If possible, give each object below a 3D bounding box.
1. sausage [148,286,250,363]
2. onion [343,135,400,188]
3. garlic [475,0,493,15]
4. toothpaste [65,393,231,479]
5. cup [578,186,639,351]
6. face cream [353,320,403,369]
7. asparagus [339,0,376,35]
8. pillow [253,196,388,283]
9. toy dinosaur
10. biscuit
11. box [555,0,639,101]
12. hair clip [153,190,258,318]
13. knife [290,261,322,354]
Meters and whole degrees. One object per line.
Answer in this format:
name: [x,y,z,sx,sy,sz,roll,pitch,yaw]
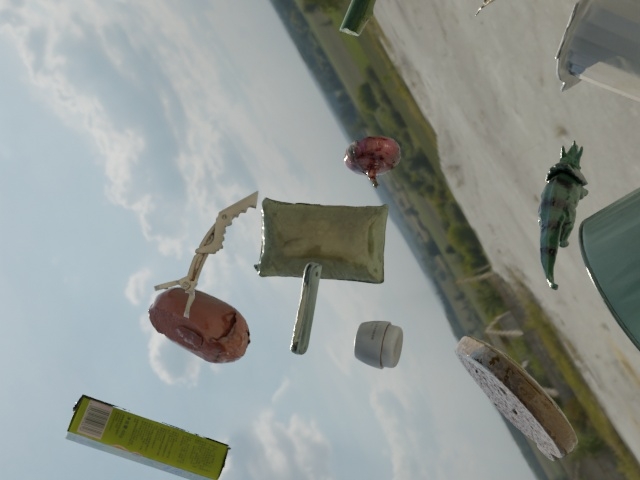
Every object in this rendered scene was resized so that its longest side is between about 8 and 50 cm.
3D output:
sausage: [-0.297,0.208,1.698,0.279,0.152,0.152,22,169,25]
onion: [0.137,-0.191,1.753,0.150,0.150,0.140,45,-146,-65]
garlic: [0.450,-0.741,1.711,0.196,0.151,0.338,13,134,44]
toothpaste: [-0.359,0.416,1.409,0.327,0.110,0.077,23,-122,-13]
cup: [0.619,0.031,0.911,0.401,0.392,0.310,43,-144,-6]
face cream: [0.142,0.252,1.660,0.117,0.104,0.117,8,-90,-71]
asparagus: [0.117,-0.613,1.663,0.067,0.278,0.060,37,-138,15]
pillow: [0.000,0.000,1.561,0.075,0.302,0.185,-15,-72,-87]
toy dinosaur: [0.430,-0.046,1.233,0.120,0.079,0.292,34,-112,-62]
biscuit: [0.454,0.358,1.562,0.350,0.070,0.394,51,175,-11]
box: [0.560,-0.348,1.127,0.206,0.291,0.262,38,-178,26]
hair clip: [-0.175,0.006,1.058,0.072,0.226,0.034,32,174,-6]
knife: [-0.026,0.118,1.173,0.044,0.023,0.162,4,-83,-57]
